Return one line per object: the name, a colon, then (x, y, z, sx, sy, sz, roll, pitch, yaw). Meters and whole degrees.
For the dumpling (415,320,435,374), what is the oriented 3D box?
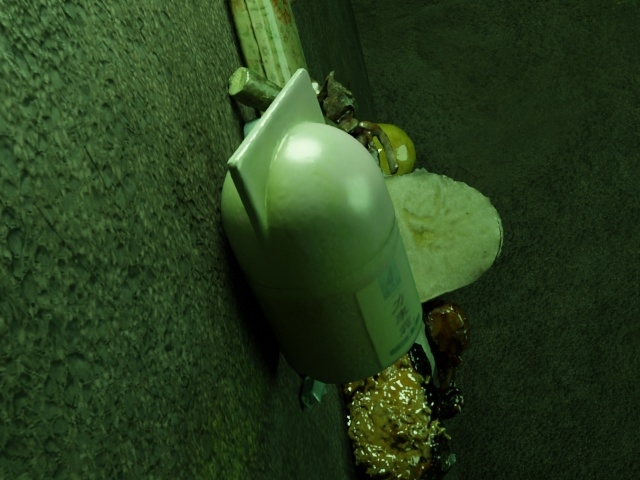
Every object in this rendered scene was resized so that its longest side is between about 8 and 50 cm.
dumpling: (0.177, 0.280, 1.933, 0.341, 0.181, 0.260, 58, -17, 30)

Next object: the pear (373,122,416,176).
pear: (0.184, -0.252, 2.409, 0.209, 0.209, 0.209, -13, 90, -79)

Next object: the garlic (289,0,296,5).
garlic: (-0.067, -0.568, 1.750, 0.090, 0.128, 0.198, 55, 23, -22)

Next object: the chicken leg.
chicken leg: (0.277, 0.259, 1.774, 0.113, 0.093, 0.304, 29, -47, 50)

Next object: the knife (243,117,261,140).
knife: (-0.083, -0.042, 1.334, 0.080, 0.044, 0.331, 24, 58, -78)

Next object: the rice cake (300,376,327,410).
rice cake: (-0.004, 0.241, 1.395, 0.042, 0.030, 0.180, 61, 14, -10)

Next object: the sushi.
sushi: (0.167, 0.338, 1.646, 0.207, 0.234, 0.348, 55, 20, -61)

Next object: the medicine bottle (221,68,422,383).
medicine bottle: (-0.009, -0.013, 1.144, 0.235, 0.236, 0.406, -89, 163, -50)

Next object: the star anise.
star anise: (0.054, -0.248, 1.816, 0.292, 0.109, 0.349, 52, -12, -16)

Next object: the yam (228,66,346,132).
yam: (-0.051, -0.217, 1.382, 0.253, 0.061, 0.061, 25, 48, -43)

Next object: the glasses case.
glasses case: (-0.082, -0.329, 1.482, 0.156, 0.098, 0.425, -50, 127, -67)

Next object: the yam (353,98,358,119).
yam: (0.036, -0.341, 2.072, 0.259, 0.106, 0.106, -34, 111, -79)

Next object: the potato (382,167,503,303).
potato: (0.201, -0.024, 1.798, 0.290, 0.397, 0.296, 57, 18, -3)
